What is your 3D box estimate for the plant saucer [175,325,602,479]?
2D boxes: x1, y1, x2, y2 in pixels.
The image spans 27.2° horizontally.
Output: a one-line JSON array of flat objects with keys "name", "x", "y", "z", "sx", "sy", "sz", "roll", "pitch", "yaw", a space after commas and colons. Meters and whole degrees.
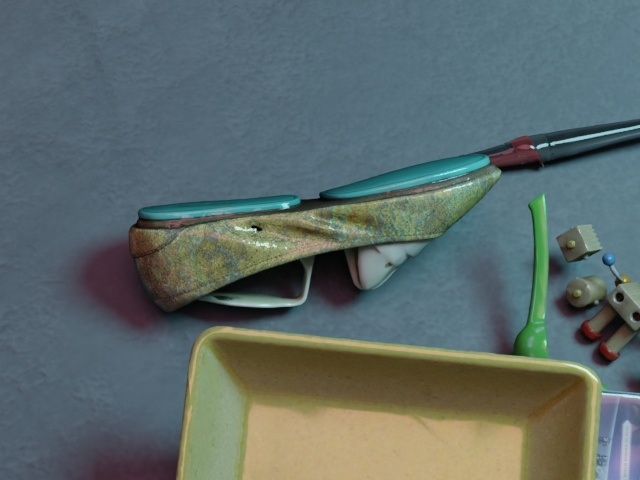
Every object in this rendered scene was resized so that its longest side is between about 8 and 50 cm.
[{"name": "plant saucer", "x": 0.046, "y": 0.252, "z": 1.072, "sx": 0.333, "sy": 0.081, "sz": 0.332, "roll": 6, "pitch": 79, "yaw": 1}]

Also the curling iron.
[{"name": "curling iron", "x": 0.214, "y": -0.077, "z": 1.321, "sx": 0.274, "sy": 0.035, "sz": 0.068, "roll": -17, "pitch": 68, "yaw": -11}]

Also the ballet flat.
[{"name": "ballet flat", "x": 0.000, "y": 0.000, "z": 1.232, "sx": 0.349, "sy": 0.123, "sz": 0.123, "roll": -10, "pitch": 62, "yaw": -5}]

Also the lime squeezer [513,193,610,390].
[{"name": "lime squeezer", "x": 0.245, "y": 0.116, "z": 1.196, "sx": 0.110, "sy": 0.059, "sz": 0.310, "roll": -32, "pitch": 78, "yaw": -10}]

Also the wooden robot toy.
[{"name": "wooden robot toy", "x": 0.290, "y": 0.061, "z": 1.247, "sx": 0.079, "sy": 0.076, "sz": 0.173, "roll": -9, "pitch": 55, "yaw": -48}]

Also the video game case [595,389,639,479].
[{"name": "video game case", "x": 0.252, "y": 0.227, "z": 1.131, "sx": 0.274, "sy": 0.026, "sz": 0.196, "roll": 5, "pitch": 79, "yaw": 2}]
